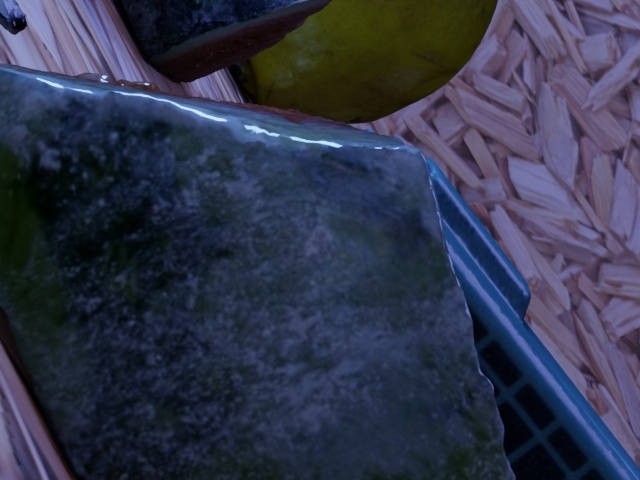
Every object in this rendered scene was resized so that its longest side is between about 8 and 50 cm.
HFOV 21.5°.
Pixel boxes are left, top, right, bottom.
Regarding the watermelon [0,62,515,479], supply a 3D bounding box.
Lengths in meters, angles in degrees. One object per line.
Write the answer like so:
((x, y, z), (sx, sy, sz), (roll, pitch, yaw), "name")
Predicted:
((-0.037, 0.016, 0.608), (0.257, 0.140, 0.193), (-158, -132, -84), "watermelon")

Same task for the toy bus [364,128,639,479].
((0.048, 0.070, 0.840), (0.256, 0.147, 0.128), (52, 5, -12), "toy bus")

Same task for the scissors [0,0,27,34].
((-0.157, -0.139, 0.627), (0.133, 0.020, 0.187), (68, 8, 23), "scissors")

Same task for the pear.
((0.041, -0.260, 1.803), (0.269, 0.321, 0.269), (47, -7, 8), "pear")

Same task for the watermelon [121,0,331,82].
((-0.116, -0.226, 1.227), (0.318, 0.148, 0.226), (49, -23, 38), "watermelon")
